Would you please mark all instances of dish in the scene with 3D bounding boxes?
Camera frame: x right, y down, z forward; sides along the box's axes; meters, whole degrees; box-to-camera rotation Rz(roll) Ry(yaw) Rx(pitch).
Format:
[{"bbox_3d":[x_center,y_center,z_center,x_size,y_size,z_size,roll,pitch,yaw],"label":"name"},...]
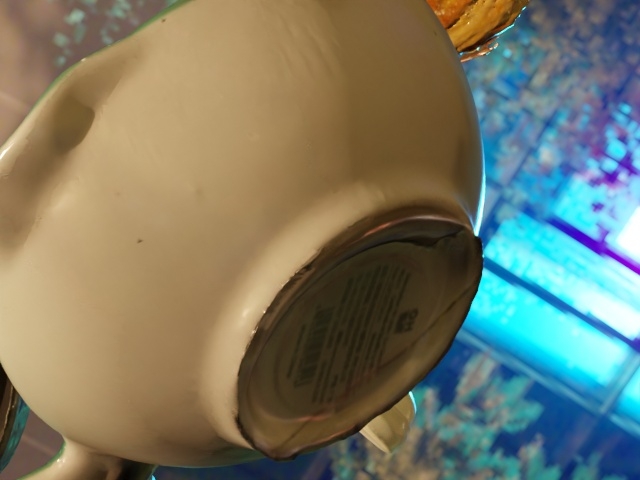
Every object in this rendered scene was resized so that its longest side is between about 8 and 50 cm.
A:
[{"bbox_3d":[-0.016,0.022,0.530,0.224,0.246,0.078,7,-151,-50],"label":"dish"}]

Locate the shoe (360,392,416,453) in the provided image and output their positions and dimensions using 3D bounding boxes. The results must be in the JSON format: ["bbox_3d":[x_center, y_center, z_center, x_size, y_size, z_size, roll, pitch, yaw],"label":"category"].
[{"bbox_3d":[0.000,0.000,0.973,0.265,0.110,0.095,54,172,9],"label":"shoe"}]

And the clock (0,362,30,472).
[{"bbox_3d":[-0.365,0.082,1.126,0.325,0.325,0.067,32,-174,4],"label":"clock"}]

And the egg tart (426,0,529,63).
[{"bbox_3d":[0.053,-0.271,1.240,0.297,0.297,0.132,29,-145,-6],"label":"egg tart"}]
